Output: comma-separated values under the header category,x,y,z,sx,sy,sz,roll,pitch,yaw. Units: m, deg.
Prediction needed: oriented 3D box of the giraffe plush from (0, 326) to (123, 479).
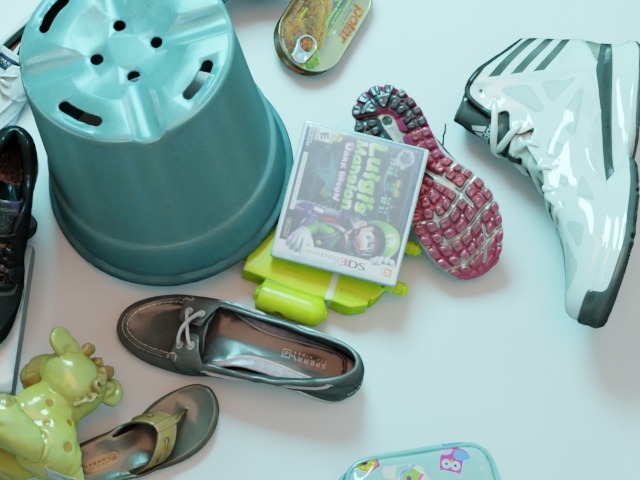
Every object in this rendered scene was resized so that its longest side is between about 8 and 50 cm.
category,x,y,z,sx,sy,sz,roll,pitch,yaw
giraffe plush,-0.341,0.202,1.639,0.210,0.181,0.170,16,58,17

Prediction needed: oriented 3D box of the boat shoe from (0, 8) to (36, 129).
category,x,y,z,sx,sy,sz,roll,pitch,yaw
boat shoe,-0.433,-0.238,1.832,0.095,0.084,0.258,31,70,5

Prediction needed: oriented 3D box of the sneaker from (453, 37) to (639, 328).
category,x,y,z,sx,sy,sz,roll,pitch,yaw
sneaker,0.306,-0.092,1.843,0.257,0.169,0.447,7,62,6

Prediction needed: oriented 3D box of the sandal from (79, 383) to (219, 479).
category,x,y,z,sx,sy,sz,roll,pitch,yaw
sandal,-0.229,0.253,1.693,0.219,0.060,0.090,-22,74,-13

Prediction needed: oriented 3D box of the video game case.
category,x,y,z,sx,sy,sz,roll,pitch,yaw
video game case,0.039,-0.050,1.764,0.173,0.022,0.190,14,85,2

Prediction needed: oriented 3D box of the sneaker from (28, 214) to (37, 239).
category,x,y,z,sx,sy,sz,roll,pitch,yaw
sneaker,-0.480,-0.067,1.748,0.224,0.098,0.083,17,30,0

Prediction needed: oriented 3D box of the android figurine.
category,x,y,z,sx,sy,sz,roll,pitch,yaw
android figurine,0.000,0.000,1.812,0.273,0.056,0.248,20,69,3

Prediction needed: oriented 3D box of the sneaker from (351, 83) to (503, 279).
category,x,y,z,sx,sy,sz,roll,pitch,yaw
sneaker,0.154,-0.084,1.834,0.121,0.112,0.299,-31,88,2

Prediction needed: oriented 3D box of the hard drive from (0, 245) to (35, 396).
category,x,y,z,sx,sy,sz,roll,pitch,yaw
hard drive,-0.543,0.092,1.729,0.307,0.040,0.203,5,70,-4

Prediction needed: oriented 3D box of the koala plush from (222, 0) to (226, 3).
category,x,y,z,sx,sy,sz,roll,pitch,yaw
koala plush,-0.153,-0.389,1.866,0.203,0.196,0.221,46,68,-3

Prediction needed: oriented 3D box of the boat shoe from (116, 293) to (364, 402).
category,x,y,z,sx,sy,sz,roll,pitch,yaw
boat shoe,-0.103,0.131,1.731,0.335,0.095,0.112,14,70,-1

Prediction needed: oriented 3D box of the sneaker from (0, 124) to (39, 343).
category,x,y,z,sx,sy,sz,roll,pitch,yaw
sneaker,-0.417,-0.009,1.668,0.107,0.124,0.283,8,80,-16

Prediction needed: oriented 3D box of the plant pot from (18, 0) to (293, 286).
category,x,y,z,sx,sy,sz,roll,pitch,yaw
plant pot,-0.216,-0.161,1.671,0.341,0.334,0.341,-1,66,3

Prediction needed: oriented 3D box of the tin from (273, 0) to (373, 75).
category,x,y,z,sx,sy,sz,roll,pitch,yaw
tin,0.004,-0.324,1.922,0.106,0.040,0.189,34,70,-9

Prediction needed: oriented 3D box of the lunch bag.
category,x,y,z,sx,sy,sz,roll,pitch,yaw
lunch bag,0.146,0.401,1.657,0.224,0.108,0.279,-8,73,-14
